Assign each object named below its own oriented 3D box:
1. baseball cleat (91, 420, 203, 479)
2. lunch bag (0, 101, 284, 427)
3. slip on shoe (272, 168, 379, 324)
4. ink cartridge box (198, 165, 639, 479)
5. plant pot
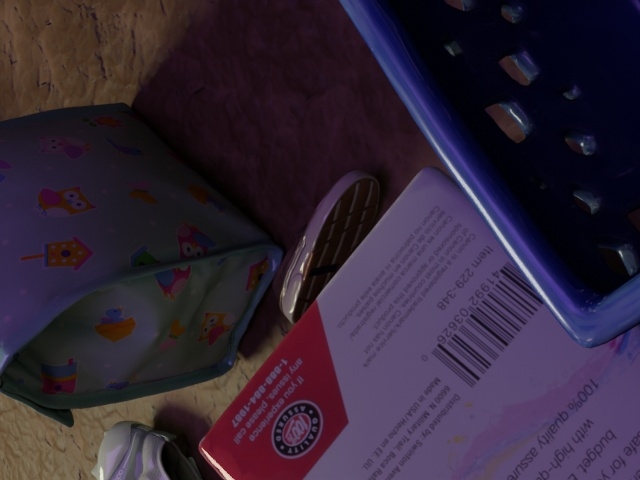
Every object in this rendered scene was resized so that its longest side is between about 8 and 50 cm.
[{"bbox_3d":[-0.151,0.262,1.023,0.109,0.072,0.206,9,109,33],"label":"baseball cleat"},{"bbox_3d":[-0.200,0.015,0.885,0.223,0.262,0.160,40,122,27],"label":"lunch bag"},{"bbox_3d":[0.000,0.000,0.854,0.041,0.051,0.135,50,134,37],"label":"slip on shoe"},{"bbox_3d":[0.116,0.140,0.670,0.306,0.131,0.226,42,92,26],"label":"ink cartridge box"},{"bbox_3d":[0.185,-0.120,0.556,0.236,0.212,0.236,-45,69,37],"label":"plant pot"}]
